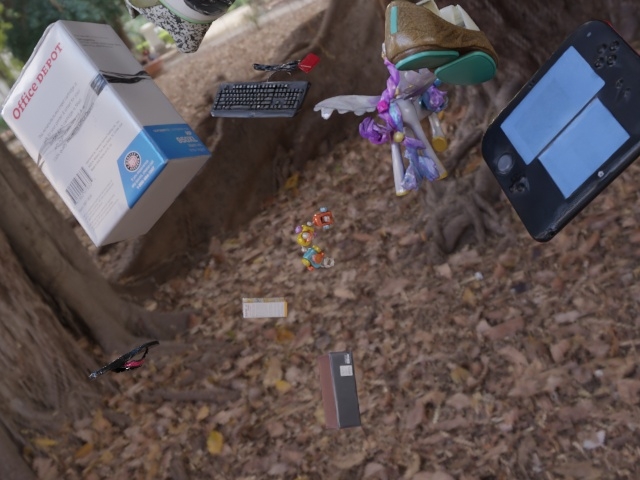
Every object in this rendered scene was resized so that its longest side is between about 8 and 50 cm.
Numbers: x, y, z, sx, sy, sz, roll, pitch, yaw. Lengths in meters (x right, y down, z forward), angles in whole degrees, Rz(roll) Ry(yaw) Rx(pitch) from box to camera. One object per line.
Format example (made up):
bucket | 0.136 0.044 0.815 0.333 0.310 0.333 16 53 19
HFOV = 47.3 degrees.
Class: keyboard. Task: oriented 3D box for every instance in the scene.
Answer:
keyboard | -0.166 -0.439 2.099 0.317 0.033 0.201 6 65 31

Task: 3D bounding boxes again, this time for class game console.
game console | 0.514 -0.233 1.514 0.386 0.060 0.342 -51 35 31

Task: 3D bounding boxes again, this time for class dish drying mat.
dish drying mat | -0.028 -0.452 1.855 0.008 0.032 0.083 -56 0 43

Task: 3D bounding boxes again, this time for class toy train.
toy train | 0.000 0.000 1.929 0.125 0.166 0.046 -13 12 -30

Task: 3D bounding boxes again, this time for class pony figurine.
pony figurine | 0.187 -0.302 1.715 0.302 0.363 0.351 -11 18 25

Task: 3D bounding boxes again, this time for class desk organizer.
desk organizer | 0.032 0.262 1.277 0.047 0.130 0.050 0 -14 -28

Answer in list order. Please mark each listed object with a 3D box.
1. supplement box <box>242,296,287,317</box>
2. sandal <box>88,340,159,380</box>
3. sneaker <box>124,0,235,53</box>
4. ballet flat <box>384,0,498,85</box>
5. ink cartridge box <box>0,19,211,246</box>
supplement box | -0.128 0.152 1.665 0.098 0.036 0.062 -1 6 -9
sandal | -0.425 0.272 1.603 0.179 0.040 0.067 -29 -6 -46
sneaker | -0.341 -0.476 1.280 0.158 0.410 0.182 -42 -9 -41
ballet flat | 0.203 -0.338 1.224 0.116 0.124 0.342 -17 -5 37
ink cartridge box | -0.471 -0.233 1.585 0.285 0.395 0.166 -43 -11 28
